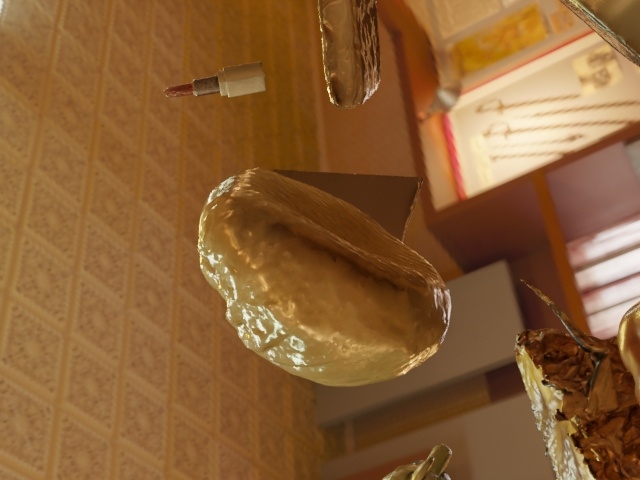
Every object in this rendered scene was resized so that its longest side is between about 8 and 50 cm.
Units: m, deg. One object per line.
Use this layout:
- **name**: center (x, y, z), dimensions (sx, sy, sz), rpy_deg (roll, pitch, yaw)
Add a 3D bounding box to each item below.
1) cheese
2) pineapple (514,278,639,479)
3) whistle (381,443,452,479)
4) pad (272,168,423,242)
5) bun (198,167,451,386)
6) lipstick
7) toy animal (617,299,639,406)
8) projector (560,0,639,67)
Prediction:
- **cheese**: center (0.008, -0.291, 0.680), dimensions (0.085, 0.034, 0.400), rpy_deg (-42, -52, -70)
- **pineapple**: center (0.306, 0.196, 0.975), dimensions (0.158, 0.161, 0.334), rpy_deg (72, -178, -69)
- **whistle**: center (0.103, 0.263, 1.031), dimensions (0.077, 0.114, 0.236), rpy_deg (28, -179, 14)
- **pad**: center (0.000, 0.000, 1.155), dimensions (0.006, 0.246, 0.170), rpy_deg (29, -105, -43)
- **bun**: center (-0.006, 0.040, 0.767), dimensions (0.222, 0.127, 0.222), rpy_deg (27, -166, -7)
- **lipstick**: center (-0.112, -0.165, 1.064), dimensions (0.025, 0.107, 0.025), rpy_deg (84, 173, -47)
- **toy animal**: center (0.289, 0.056, 0.770), dimensions (0.312, 0.097, 0.157), rpy_deg (89, 167, -57)
- **projector**: center (0.409, -0.323, 1.130), dimensions (0.248, 0.249, 0.248), rpy_deg (30, -160, -29)
